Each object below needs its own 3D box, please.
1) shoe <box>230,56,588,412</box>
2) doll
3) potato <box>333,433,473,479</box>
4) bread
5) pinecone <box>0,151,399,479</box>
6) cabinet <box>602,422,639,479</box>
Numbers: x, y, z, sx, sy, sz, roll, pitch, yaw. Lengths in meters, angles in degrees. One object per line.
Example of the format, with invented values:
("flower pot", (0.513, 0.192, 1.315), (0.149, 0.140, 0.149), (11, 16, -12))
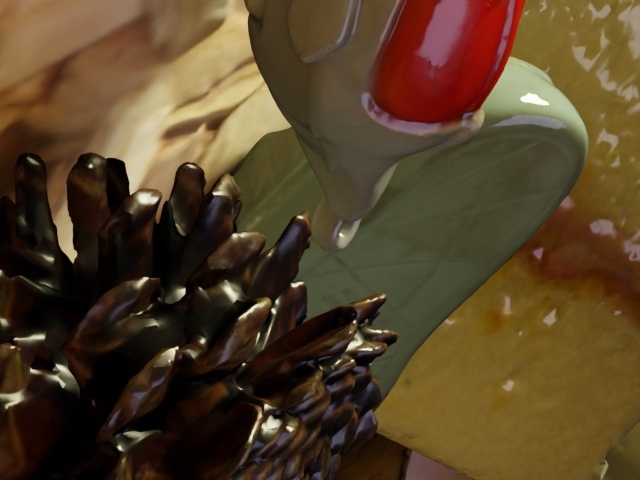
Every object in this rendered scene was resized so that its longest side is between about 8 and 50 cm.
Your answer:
("shoe", (0.000, 0.000, 0.649), (0.251, 0.103, 0.100), (-45, -139, 40))
("doll", (0.023, -0.086, 0.464), (0.102, 0.075, 0.227), (-41, 153, -43))
("potato", (0.053, 0.241, 1.382), (0.266, 0.229, 0.229), (-17, -161, 44))
("bread", (0.078, -0.058, 0.865), (0.405, 0.242, 0.346), (24, 116, -39))
("pinecone", (-0.053, 0.042, 0.429), (0.140, 0.121, 0.140), (-46, 166, -15))
("cabinet", (0.213, 0.004, 1.222), (0.318, 0.227, 0.290), (-56, 170, 26))
